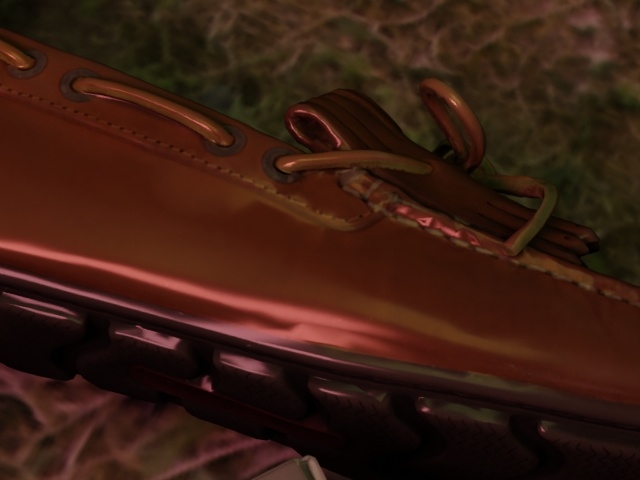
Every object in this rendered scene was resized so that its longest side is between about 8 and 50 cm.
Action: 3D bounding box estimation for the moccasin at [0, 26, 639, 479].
[{"bbox_3d":[0.000,0.001,0.606,0.380,0.139,0.147,14,68,8],"label":"moccasin"}]

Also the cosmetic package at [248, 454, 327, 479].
[{"bbox_3d":[-0.092,0.170,0.488,0.238,0.127,0.107,-20,67,-23],"label":"cosmetic package"}]
